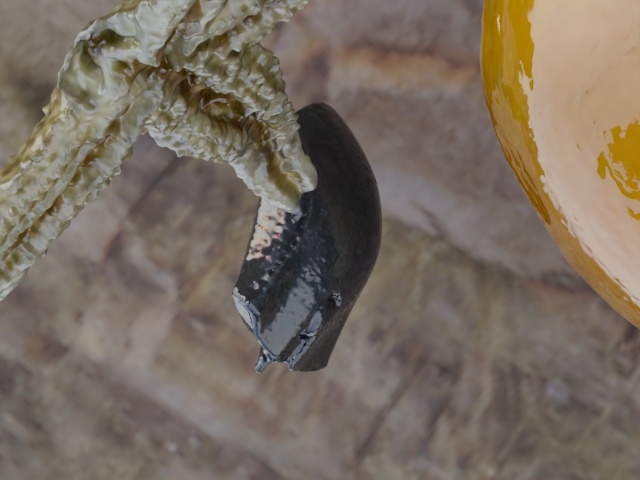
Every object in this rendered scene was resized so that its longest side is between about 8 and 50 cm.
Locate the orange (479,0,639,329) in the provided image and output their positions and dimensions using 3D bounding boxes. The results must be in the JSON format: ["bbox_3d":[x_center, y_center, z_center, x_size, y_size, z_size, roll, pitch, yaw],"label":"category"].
[{"bbox_3d":[0.211,-0.088,0.704,0.312,0.312,0.312,28,151,17],"label":"orange"}]

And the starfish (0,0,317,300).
[{"bbox_3d":[-0.072,-0.089,1.143,0.082,0.324,0.432,51,127,18],"label":"starfish"}]

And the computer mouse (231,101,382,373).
[{"bbox_3d":[0.000,0.000,1.710,0.088,0.264,0.147,8,162,32],"label":"computer mouse"}]
